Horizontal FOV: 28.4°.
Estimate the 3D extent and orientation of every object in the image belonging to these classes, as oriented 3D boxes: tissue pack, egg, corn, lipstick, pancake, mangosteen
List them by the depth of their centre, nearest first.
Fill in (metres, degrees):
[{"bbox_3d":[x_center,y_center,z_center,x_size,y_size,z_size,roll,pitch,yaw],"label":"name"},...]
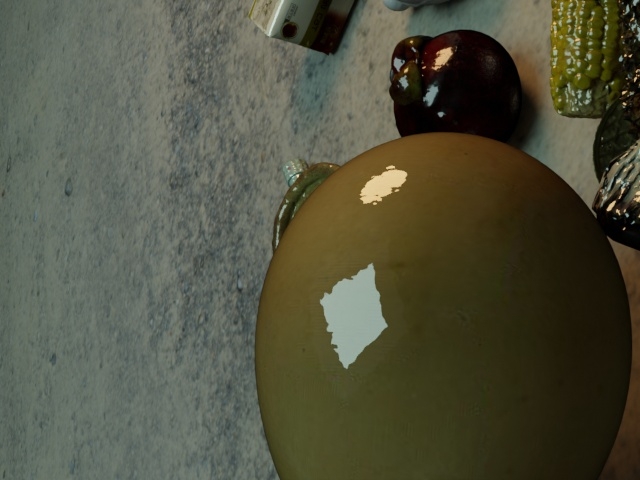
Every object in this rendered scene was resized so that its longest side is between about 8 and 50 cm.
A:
[{"bbox_3d":[0.098,0.100,1.022,0.301,0.301,0.374,12,107,60],"label":"egg"},{"bbox_3d":[0.264,-0.243,1.192,0.097,0.097,0.262,-2,79,59],"label":"corn"},{"bbox_3d":[0.134,-0.152,1.328,0.152,0.152,0.152,-28,56,53],"label":"mangosteen"},{"bbox_3d":[0.001,0.000,1.599,0.199,0.021,0.199,-5,83,49],"label":"pancake"},{"bbox_3d":[-0.019,-0.056,1.671,0.037,0.037,0.116,-54,42,36],"label":"lipstick"},{"bbox_3d":[-0.014,-0.340,1.687,0.149,0.106,0.099,-66,33,21],"label":"tissue pack"}]

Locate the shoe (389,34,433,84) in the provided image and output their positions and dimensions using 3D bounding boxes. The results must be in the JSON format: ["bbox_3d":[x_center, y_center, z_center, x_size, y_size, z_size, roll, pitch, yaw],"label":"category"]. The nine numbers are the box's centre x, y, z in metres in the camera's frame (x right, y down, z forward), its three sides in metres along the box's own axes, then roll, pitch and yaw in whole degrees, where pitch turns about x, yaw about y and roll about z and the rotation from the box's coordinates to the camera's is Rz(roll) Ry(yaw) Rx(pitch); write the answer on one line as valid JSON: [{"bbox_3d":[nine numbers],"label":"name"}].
[{"bbox_3d":[0.121,-0.205,1.466,0.179,0.049,0.071,21,97,60],"label":"shoe"}]

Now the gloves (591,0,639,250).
[{"bbox_3d":[0.316,-0.130,0.991,0.210,0.135,0.312,22,105,44],"label":"gloves"}]

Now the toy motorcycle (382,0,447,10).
[{"bbox_3d":[0.106,-0.353,1.501,0.260,0.110,0.171,-116,35,-54],"label":"toy motorcycle"}]

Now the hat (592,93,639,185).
[{"bbox_3d":[0.310,-0.068,1.089,0.146,0.067,0.146,-4,74,16],"label":"hat"}]
